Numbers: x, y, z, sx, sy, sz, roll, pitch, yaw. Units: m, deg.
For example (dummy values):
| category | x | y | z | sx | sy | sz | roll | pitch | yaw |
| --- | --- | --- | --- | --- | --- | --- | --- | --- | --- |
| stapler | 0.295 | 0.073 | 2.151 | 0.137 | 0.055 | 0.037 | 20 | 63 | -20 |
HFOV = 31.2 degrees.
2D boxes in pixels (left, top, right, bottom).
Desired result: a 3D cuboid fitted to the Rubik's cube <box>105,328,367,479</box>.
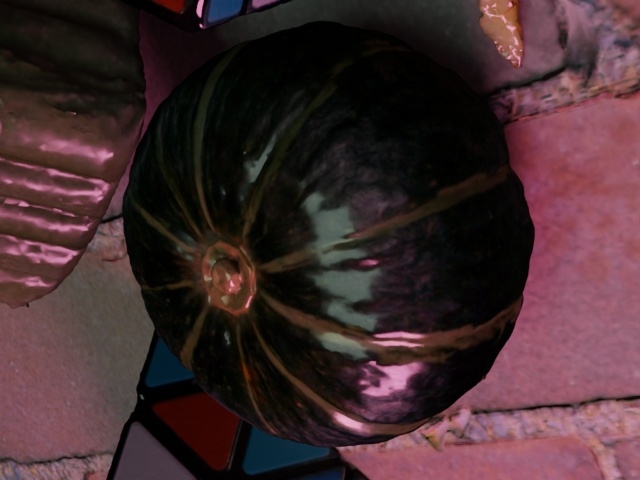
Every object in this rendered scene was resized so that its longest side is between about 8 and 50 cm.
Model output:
| category | x | y | z | sx | sy | sz | roll | pitch | yaw |
| --- | --- | --- | --- | --- | --- | --- | --- | --- | --- |
| Rubik's cube | -0.039 | 0.227 | 0.834 | 0.234 | 0.250 | 0.284 | 6 | 112 | 14 |

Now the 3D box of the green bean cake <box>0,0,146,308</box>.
| category | x | y | z | sx | sy | sz | roll | pitch | yaw |
| --- | --- | --- | --- | --- | --- | --- | --- | --- | --- |
| green bean cake | -0.195 | -0.095 | 0.749 | 0.125 | 0.227 | 0.222 | 14 | 138 | -19 |

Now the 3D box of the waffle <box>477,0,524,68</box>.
| category | x | y | z | sx | sy | sz | roll | pitch | yaw |
| --- | --- | --- | --- | --- | --- | --- | --- | --- | --- |
| waffle | 0.082 | -0.166 | 0.566 | 0.032 | 0.125 | 0.191 | -7 | 108 | 10 |

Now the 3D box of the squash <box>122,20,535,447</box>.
| category | x | y | z | sx | sy | sz | roll | pitch | yaw |
| --- | --- | --- | --- | --- | --- | --- | --- | --- | --- |
| squash | 0.000 | 0.000 | 0.679 | 0.252 | 0.165 | 0.252 | 18 | 119 | 36 |

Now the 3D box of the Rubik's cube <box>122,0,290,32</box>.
| category | x | y | z | sx | sy | sz | roll | pitch | yaw |
| --- | --- | --- | --- | --- | --- | --- | --- | --- | --- |
| Rubik's cube | -0.064 | -0.238 | 0.594 | 0.182 | 0.184 | 0.187 | 28 | 126 | 24 |
